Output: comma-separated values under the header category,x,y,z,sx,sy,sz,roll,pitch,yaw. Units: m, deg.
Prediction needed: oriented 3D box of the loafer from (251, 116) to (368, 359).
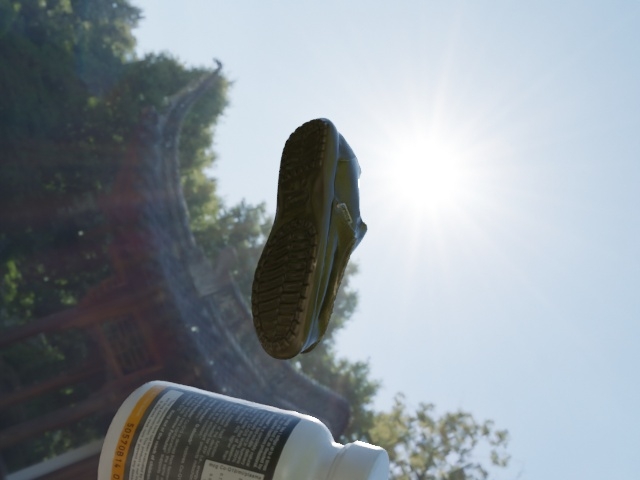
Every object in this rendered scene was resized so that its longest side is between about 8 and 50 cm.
category,x,y,z,sx,sy,sz,roll,pitch,yaw
loafer,0.000,0.000,0.517,0.056,0.050,0.148,-11,-118,47

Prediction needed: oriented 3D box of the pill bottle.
category,x,y,z,sx,sy,sz,roll,pitch,yaw
pill bottle,-0.079,0.253,0.940,0.278,0.162,0.162,10,-54,18
